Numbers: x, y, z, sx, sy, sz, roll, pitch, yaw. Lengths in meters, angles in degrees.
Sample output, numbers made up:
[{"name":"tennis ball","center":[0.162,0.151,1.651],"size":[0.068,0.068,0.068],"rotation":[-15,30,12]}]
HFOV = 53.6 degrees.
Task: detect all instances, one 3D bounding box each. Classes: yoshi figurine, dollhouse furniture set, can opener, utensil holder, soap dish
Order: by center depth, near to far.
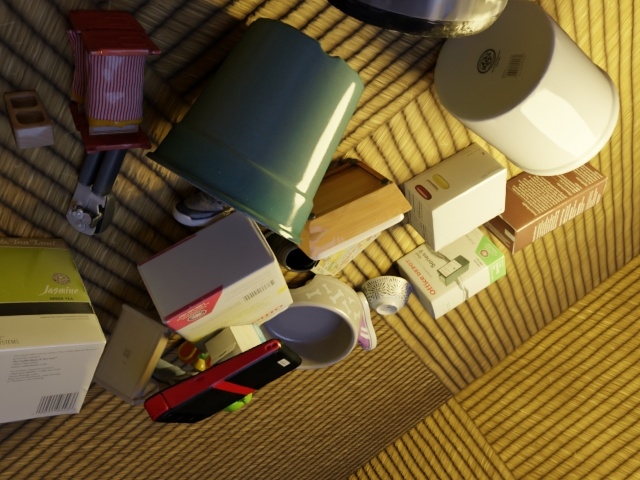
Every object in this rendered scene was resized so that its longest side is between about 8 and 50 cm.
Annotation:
[{"name":"dollhouse furniture set","center":[-0.474,-0.254,1.047],"size":[0.374,0.152,0.201],"rotation":[-12,137,-30]},{"name":"can opener","center":[-0.447,-0.130,1.290],"size":[0.280,0.074,0.093],"rotation":[-60,172,30]},{"name":"utensil holder","center":[0.511,-0.373,1.582],"size":[0.385,0.327,0.327],"rotation":[18,118,-45]},{"name":"soap dish","center":[0.045,-0.088,1.601],"size":[0.291,0.229,0.118],"rotation":[-26,125,-15]},{"name":"dollhouse furniture set","center":[-0.451,0.263,1.633],"size":[0.198,0.286,0.303],"rotation":[-64,163,0]},{"name":"yoshi figurine","center":[-0.291,0.418,1.913],"size":[0.203,0.203,0.362],"rotation":[-22,146,7]}]

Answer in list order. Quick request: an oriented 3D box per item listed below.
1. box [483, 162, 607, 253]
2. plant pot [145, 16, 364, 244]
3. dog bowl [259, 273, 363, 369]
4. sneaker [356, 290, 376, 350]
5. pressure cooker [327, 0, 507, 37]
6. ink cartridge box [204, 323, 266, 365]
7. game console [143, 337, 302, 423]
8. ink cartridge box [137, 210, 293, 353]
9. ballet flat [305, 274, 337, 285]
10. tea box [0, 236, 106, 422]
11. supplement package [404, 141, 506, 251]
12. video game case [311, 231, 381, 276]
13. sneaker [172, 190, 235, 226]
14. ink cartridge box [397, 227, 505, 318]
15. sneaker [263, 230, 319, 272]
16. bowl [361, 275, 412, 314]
[{"name":"box","center":[0.740,-0.136,2.124],"size":[0.381,0.191,0.143],"rotation":[-27,142,-12]},{"name":"plant pot","center":[-0.105,-0.219,1.229],"size":[0.341,0.341,0.334],"rotation":[29,90,-51]},{"name":"dog bowl","center":[-0.047,0.250,1.859],"size":[0.349,0.102,0.348],"rotation":[0,132,0]},{"name":"sneaker","center":[0.094,0.298,2.162],"size":[0.161,0.102,0.282],"rotation":[-25,132,-9]},{"name":"pressure cooker","center":[0.184,-0.593,1.036],"size":[0.376,0.369,0.420],"rotation":[-2,133,-15]},{"name":"ink cartridge box","center":[-0.210,0.271,1.585],"size":[0.092,0.090,0.143],"rotation":[-37,159,20]},{"name":"game console","center":[-0.223,0.344,1.550],"size":[0.342,0.060,0.386],"rotation":[-29,163,-3]},{"name":"ink cartridge box","center":[-0.239,0.115,1.551],"size":[0.279,0.160,0.384],"rotation":[-30,160,-8]},{"name":"ballet flat","center":[-0.036,0.232,1.973],"size":[0.124,0.116,0.342],"rotation":[2,138,-14]},{"name":"tea box","center":[-0.644,0.167,1.224],"size":[0.329,0.323,0.220],"rotation":[3,128,-40]},{"name":"supplement package","center":[0.406,-0.129,1.901],"size":[0.262,0.145,0.204],"rotation":[-30,143,-9]},{"name":"video game case","center":[0.049,0.009,1.863],"size":[0.227,0.026,0.206],"rotation":[-43,143,8]},{"name":"sneaker","center":[-0.210,-0.130,1.446],"size":[0.269,0.101,0.153],"rotation":[-17,137,-31]},{"name":"ink cartridge box","center":[0.432,0.090,2.103],"size":[0.289,0.211,0.121],"rotation":[-33,144,-6]},{"name":"sneaker","center":[0.000,0.000,1.690],"size":[0.296,0.147,0.104],"rotation":[-21,126,-15]},{"name":"bowl","center":[0.219,0.194,2.092],"size":[0.170,0.080,0.170],"rotation":[2,144,2]}]
